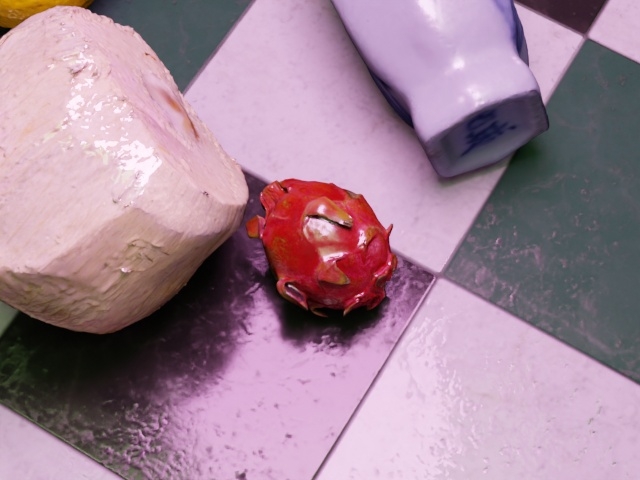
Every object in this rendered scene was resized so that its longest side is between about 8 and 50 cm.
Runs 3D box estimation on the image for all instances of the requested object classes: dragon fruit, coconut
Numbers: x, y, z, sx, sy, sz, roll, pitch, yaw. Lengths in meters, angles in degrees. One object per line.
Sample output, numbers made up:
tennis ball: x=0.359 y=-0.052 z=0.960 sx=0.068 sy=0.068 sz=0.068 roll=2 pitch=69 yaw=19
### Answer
dragon fruit: x=0.000 y=0.000 z=1.311 sx=0.136 sy=0.133 sz=0.166 roll=-38 pitch=73 yaw=-10
coconut: x=-0.235 y=-0.051 z=1.249 sx=0.255 sy=0.297 sz=0.297 roll=-35 pitch=68 yaw=14

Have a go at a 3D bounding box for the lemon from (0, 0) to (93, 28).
lemon: x=-0.329 y=-0.328 z=1.422 sx=0.231 sy=0.192 sz=0.192 roll=9 pitch=65 yaw=-7

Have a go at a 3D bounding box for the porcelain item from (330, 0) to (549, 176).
porcelain item: x=0.100 y=-0.280 z=1.387 sx=0.179 sy=0.242 sz=0.405 roll=-27 pitch=70 yaw=7
